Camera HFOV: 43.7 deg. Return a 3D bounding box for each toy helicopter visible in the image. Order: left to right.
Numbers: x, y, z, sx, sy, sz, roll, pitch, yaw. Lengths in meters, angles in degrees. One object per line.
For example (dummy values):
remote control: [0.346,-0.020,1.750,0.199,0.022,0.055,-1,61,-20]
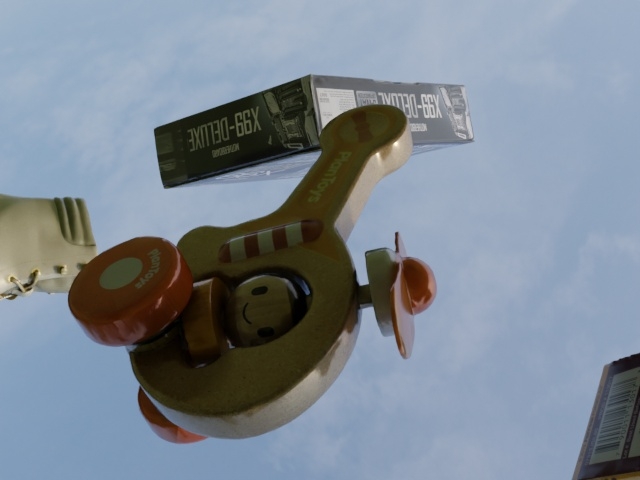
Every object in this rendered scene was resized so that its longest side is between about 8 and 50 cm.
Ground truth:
toy helicopter: [0.000,0.000,0.614,0.234,0.140,0.355,3,-138,30]

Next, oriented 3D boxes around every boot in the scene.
boot: [-0.288,0.045,0.733,0.077,0.165,0.213,-36,-126,48]

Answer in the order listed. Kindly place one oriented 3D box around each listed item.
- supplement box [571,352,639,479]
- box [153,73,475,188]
supplement box: [0.287,0.169,0.564,0.188,0.081,0.104,32,-119,-7]
box: [-0.001,-0.125,0.943,0.242,0.307,0.077,-10,-89,39]
